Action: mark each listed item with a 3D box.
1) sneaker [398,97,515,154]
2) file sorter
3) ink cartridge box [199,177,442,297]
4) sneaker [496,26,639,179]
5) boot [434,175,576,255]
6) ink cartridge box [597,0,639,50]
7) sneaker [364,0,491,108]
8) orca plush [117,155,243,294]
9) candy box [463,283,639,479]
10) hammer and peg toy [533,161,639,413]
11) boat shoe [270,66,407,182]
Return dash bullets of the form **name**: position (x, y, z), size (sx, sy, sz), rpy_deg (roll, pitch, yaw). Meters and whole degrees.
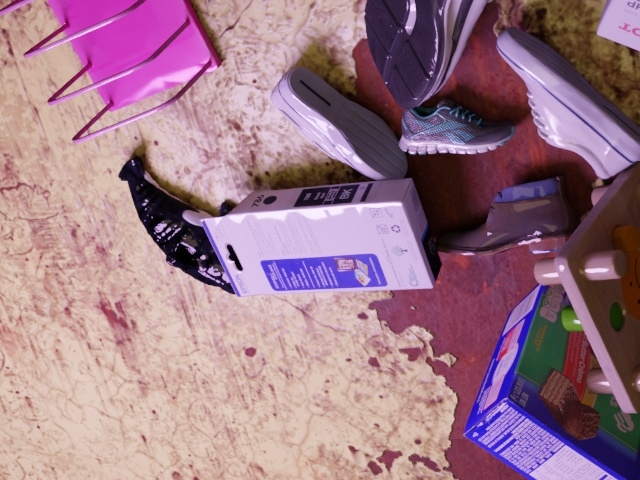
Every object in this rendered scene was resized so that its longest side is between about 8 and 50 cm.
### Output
- **sneaker**: position (0.187, -0.163, 1.678), size (0.166, 0.065, 0.076), rpy_deg (-1, 114, 16)
- **file sorter**: position (-0.315, -0.309, 1.679), size (0.202, 0.182, 0.291), rpy_deg (-18, 112, 25)
- **ink cartridge box**: position (0.000, 0.000, 1.780), size (0.332, 0.065, 0.165), rpy_deg (-4, 128, 25)
- **sneaker**: position (0.321, -0.175, 1.608), size (0.258, 0.094, 0.091), rpy_deg (41, 118, -8)
- **boot**: position (0.263, -0.033, 1.735), size (0.219, 0.082, 0.106), rpy_deg (-4, 94, 27)
- **ink cartridge box**: position (0.477, -0.330, 1.371), size (0.223, 0.129, 0.307), rpy_deg (22, 153, 5)
- **sneaker**: position (0.219, -0.335, 1.507), size (0.169, 0.257, 0.447), rpy_deg (63, 160, 21)
- **orca plush**: position (-0.209, -0.007, 1.864), size (0.151, 0.102, 0.287), rpy_deg (-27, 108, 28)
- **candy box**: position (0.395, 0.245, 1.716), size (0.317, 0.268, 0.122), rpy_deg (34, 135, -5)
- **hammer and peg toy**: position (0.449, 0.101, 1.645), size (0.127, 0.266, 0.361), rpy_deg (-8, 119, 45)
- **boat shoe**: position (0.027, -0.160, 1.731), size (0.226, 0.083, 0.076), rpy_deg (43, 149, -10)
